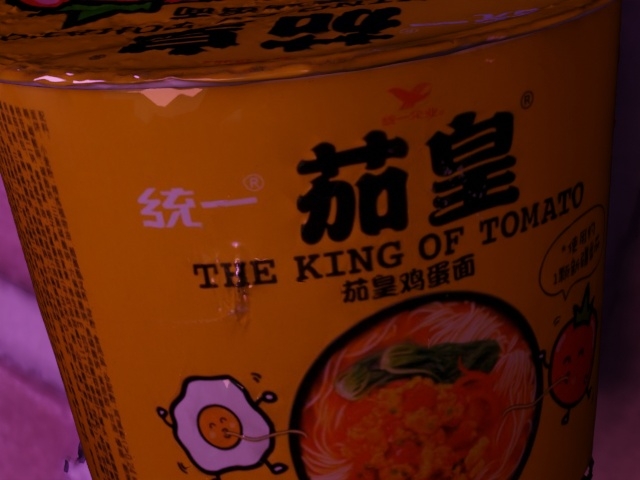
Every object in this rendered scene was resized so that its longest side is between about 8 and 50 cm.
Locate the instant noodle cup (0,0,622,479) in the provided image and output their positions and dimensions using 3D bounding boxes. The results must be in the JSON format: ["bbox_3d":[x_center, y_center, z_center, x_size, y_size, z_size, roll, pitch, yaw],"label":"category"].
[{"bbox_3d":[0.000,0.000,0.522,0.182,0.182,0.144,5,112,30],"label":"instant noodle cup"}]
